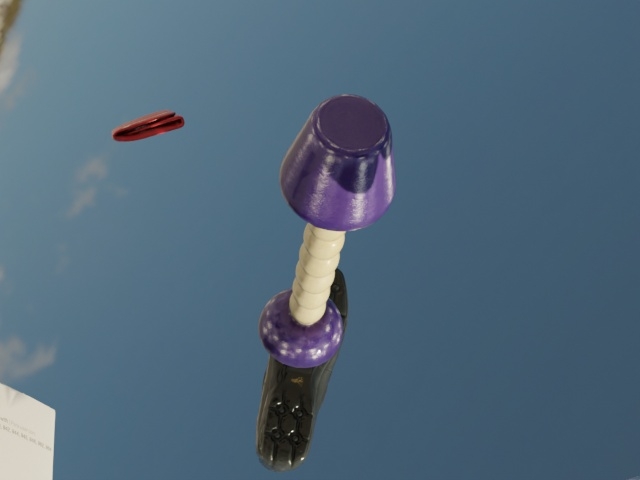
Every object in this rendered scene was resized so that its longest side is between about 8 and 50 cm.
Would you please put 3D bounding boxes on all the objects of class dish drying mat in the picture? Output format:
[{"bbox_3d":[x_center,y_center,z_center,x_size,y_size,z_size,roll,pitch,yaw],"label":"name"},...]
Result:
[{"bbox_3d":[-0.080,-0.053,0.480,0.032,0.008,0.083,-19,-168,-8],"label":"dish drying mat"}]

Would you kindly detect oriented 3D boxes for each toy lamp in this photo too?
[{"bbox_3d":[0.000,0.000,0.746,0.275,0.080,0.080,107,-3,-57],"label":"toy lamp"}]

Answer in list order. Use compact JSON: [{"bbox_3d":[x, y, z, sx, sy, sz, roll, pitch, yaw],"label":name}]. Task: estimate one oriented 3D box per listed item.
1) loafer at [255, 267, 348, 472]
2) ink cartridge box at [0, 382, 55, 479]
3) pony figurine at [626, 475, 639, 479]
[{"bbox_3d":[-0.024,0.132,1.115,0.078,0.076,0.223,129,-24,-72],"label":"loafer"},{"bbox_3d":[-0.344,0.276,0.915,0.198,0.115,0.273,-19,-125,21],"label":"ink cartridge box"},{"bbox_3d":[0.215,0.198,0.382,0.351,0.363,0.303,2,-114,44],"label":"pony figurine"}]
